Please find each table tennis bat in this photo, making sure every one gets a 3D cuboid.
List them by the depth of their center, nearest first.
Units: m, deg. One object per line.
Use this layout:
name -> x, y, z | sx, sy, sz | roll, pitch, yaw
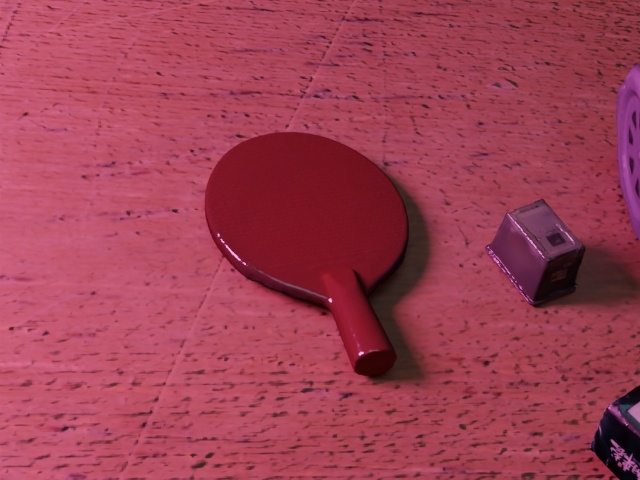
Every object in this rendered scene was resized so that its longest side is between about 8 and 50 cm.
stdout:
table tennis bat -> 0.000, 0.000, 1.311 | 0.200, 0.038, 0.310 | -9, 49, -18

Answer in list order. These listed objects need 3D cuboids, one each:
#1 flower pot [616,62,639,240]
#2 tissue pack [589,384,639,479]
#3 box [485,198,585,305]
flower pot -> 0.431, -0.092, 1.356 | 0.243, 0.265, 0.265 | -7, 48, 3
tissue pack -> 0.324, 0.199, 1.150 | 0.103, 0.090, 0.170 | -23, 54, -28
box -> 0.211, 0.009, 1.325 | 0.060, 0.063, 0.084 | -18, 53, -23
